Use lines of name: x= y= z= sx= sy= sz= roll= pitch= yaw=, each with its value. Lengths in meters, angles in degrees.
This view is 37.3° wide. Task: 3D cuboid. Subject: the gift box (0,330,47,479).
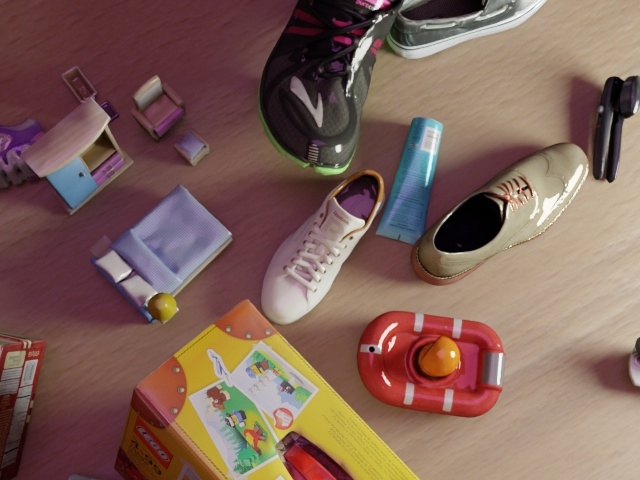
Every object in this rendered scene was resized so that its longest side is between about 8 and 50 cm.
gift box: x=-0.563 y=0.207 z=1.367 sx=0.258 sy=0.255 sz=0.276 roll=11 pitch=81 yaw=0

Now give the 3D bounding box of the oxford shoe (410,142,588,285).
oxford shoe: x=0.303 y=-0.052 z=1.507 sx=0.348 sy=0.130 sz=0.123 roll=-38 pitch=79 yaw=-13

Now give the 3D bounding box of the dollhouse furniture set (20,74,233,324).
dollhouse furniture set: x=-0.253 y=-0.069 z=1.470 sx=0.286 sy=0.198 sz=0.303 roll=-43 pitch=80 yaw=-11

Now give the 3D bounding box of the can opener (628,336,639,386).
can opener: x=0.615 y=0.217 z=1.470 sx=0.280 sy=0.093 sz=0.074 roll=15 pitch=74 yaw=-2

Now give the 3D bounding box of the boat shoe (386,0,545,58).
boat shoe: x=0.270 y=-0.413 z=1.611 sx=0.335 sy=0.119 sz=0.121 roll=-29 pitch=78 yaw=-8

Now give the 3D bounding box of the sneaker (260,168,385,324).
sneaker: x=0.000 y=0.000 z=1.496 sx=0.106 sy=0.123 sz=0.290 roll=34 pitch=78 yaw=6

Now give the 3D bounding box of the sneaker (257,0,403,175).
sneaker: x=0.022 y=-0.330 z=1.507 sx=0.185 sy=0.202 sz=0.483 roll=15 pitch=66 yaw=-11

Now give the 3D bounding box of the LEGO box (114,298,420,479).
LEGO box: x=-0.027 y=0.377 z=1.247 sx=0.500 sy=0.372 sz=0.193 roll=45 pitch=60 yaw=10

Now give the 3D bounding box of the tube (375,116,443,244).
tube: x=0.154 y=-0.099 z=1.565 sx=0.080 sy=0.052 sz=0.207 roll=14 pitch=81 yaw=4

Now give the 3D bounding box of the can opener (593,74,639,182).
can opener: x=0.487 y=-0.189 z=1.589 sx=0.059 sy=0.073 sz=0.186 roll=17 pitch=84 yaw=-5

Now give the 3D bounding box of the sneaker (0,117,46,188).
sneaker: x=-0.545 y=-0.136 z=1.543 sx=0.236 sy=0.095 sz=0.105 roll=-17 pitch=69 yaw=-10

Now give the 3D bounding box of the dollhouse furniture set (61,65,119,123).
dollhouse furniture set: x=-0.409 y=-0.238 z=1.571 sx=0.091 sy=0.081 sz=0.114 roll=-36 pitch=79 yaw=-10

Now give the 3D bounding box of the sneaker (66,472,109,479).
sneaker: x=-0.360 y=0.469 z=1.376 sx=0.151 sy=0.094 sz=0.256 roll=19 pitch=66 yaw=-2

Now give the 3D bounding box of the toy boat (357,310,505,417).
toy boat: x=0.171 y=0.180 z=1.435 sx=0.231 sy=0.151 sz=0.151 roll=8 pitch=75 yaw=1
